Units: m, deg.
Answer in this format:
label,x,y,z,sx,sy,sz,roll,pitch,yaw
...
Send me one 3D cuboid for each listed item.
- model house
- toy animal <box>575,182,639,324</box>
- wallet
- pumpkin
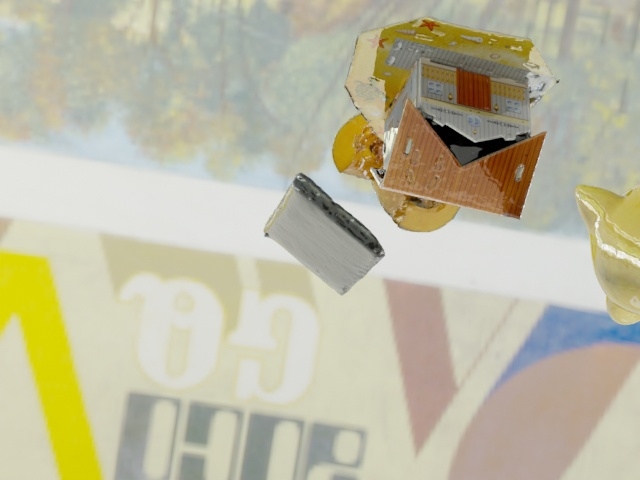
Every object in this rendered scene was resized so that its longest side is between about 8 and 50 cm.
label,x,y,z,sx,sy,sz,roll,pitch,yaw
model house,0.124,-0.108,1.433,0.219,0.207,0.136,12,-126,-13
toy animal,0.318,0.030,1.167,0.156,0.156,0.230,2,-166,-31
wallet,0.001,-0.001,1.758,0.146,0.030,0.285,41,165,1
pumpkin,0.105,-0.103,1.780,0.183,0.119,0.107,46,-159,-11
